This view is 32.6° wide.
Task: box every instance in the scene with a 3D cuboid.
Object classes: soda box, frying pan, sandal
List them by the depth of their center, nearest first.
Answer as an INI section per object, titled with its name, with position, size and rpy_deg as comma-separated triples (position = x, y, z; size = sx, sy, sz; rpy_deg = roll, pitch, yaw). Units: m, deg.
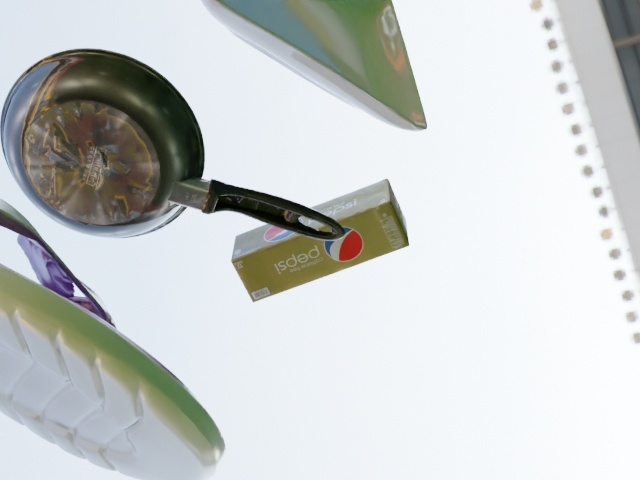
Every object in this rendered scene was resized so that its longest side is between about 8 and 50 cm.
[sandal]
position = -0.230, 0.016, 0.704
size = 0.416, 0.169, 0.102
rpy_deg = 29, -122, 3
[frying pan]
position = -0.160, -0.041, 1.039
size = 0.326, 0.197, 0.053
rpy_deg = 41, -153, -16
[soda box]
position = 0.000, 0.000, 1.156
size = 0.061, 0.181, 0.058
rpy_deg = -88, -24, -62

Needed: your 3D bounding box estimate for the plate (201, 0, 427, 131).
[plate]
position = -0.022, -0.242, 1.132
size = 0.277, 0.045, 0.278
rpy_deg = 28, -148, -29
